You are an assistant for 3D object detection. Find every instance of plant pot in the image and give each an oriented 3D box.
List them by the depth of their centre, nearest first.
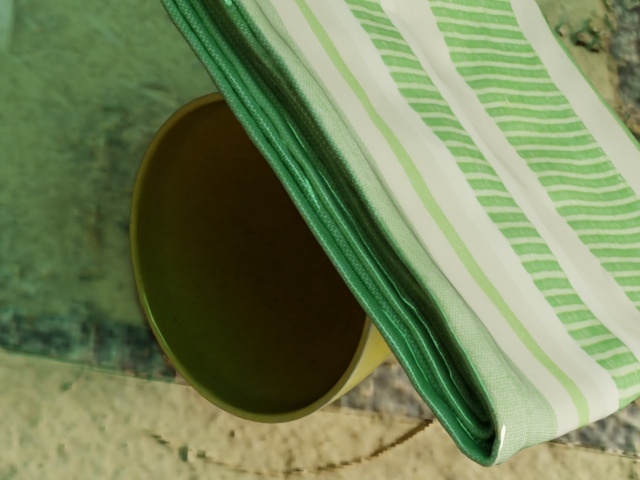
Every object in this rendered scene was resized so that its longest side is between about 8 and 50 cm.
[{"bbox_3d":[0.000,0.000,0.632,0.095,0.134,0.134,-14,65,-47],"label":"plant pot"}]

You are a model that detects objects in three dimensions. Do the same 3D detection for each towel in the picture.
[{"bbox_3d":[0.070,-0.041,0.626,0.248,0.038,0.325,57,25,15],"label":"towel"}]
